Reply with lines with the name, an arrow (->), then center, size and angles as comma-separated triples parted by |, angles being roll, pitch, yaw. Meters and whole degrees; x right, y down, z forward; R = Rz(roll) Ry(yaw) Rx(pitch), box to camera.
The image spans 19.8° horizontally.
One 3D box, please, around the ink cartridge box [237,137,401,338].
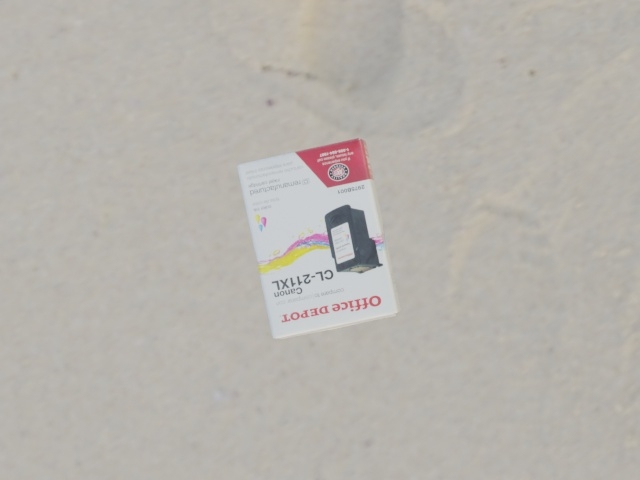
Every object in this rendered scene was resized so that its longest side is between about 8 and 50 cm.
ink cartridge box -> 0.000, 0.000, 1.790 | 0.127, 0.072, 0.175 | -12, 88, 3
